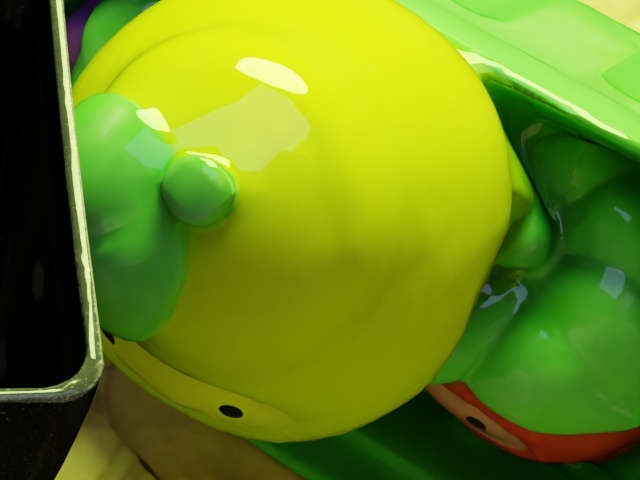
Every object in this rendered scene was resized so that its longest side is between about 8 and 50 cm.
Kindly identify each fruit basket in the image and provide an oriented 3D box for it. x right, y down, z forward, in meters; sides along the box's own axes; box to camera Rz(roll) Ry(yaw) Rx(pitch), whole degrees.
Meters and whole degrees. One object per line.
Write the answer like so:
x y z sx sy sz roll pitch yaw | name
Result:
0.000 0.000 0.739 0.392 0.283 0.392 13 37 -10 | fruit basket

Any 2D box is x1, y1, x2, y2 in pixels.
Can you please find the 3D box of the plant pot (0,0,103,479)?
-0.172 0.021 0.541 0.187 0.167 0.188 -1 50 -13 | plant pot
